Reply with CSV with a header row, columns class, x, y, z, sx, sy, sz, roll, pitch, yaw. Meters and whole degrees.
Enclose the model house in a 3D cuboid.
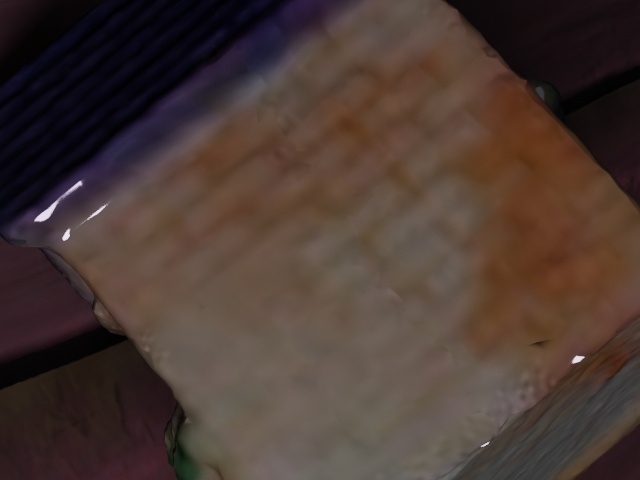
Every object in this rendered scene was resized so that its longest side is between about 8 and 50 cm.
class,x,y,z,sx,sy,sz,roll,pitch,yaw
model house,0.000,0.000,0.832,0.280,0.245,0.312,49,-1,17
